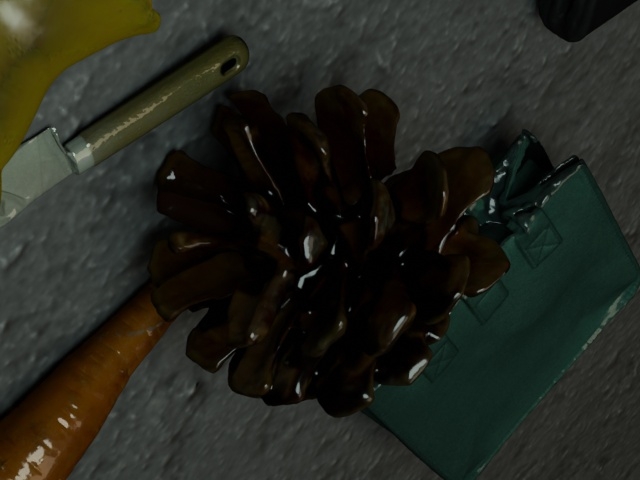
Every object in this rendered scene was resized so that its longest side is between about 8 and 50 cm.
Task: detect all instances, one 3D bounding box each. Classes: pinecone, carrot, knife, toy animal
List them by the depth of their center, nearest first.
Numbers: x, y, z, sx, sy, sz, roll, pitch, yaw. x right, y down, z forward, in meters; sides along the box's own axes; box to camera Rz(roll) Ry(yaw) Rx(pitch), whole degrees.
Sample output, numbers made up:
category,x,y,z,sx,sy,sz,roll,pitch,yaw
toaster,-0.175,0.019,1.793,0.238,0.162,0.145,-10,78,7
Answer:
category,x,y,z,sx,sy,sz,roll,pitch,yaw
toy animal,-0.159,-0.118,0.909,0.230,0.156,0.156,-54,150,-8
knife,-0.160,-0.048,1.098,0.298,0.017,0.047,-36,144,-22
pinecone,-0.002,-0.002,1.174,0.201,0.202,0.229,36,50,-29
carrot,-0.150,0.095,1.217,0.257,0.061,0.061,-48,149,-16

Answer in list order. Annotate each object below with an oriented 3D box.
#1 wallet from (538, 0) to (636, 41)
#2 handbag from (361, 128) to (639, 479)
category,x,y,z,sx,sy,sz,roll,pitch,yaw
wallet,0.330,-0.324,1.460,0.406,0.062,0.228,-32,143,-34
handbag,0.136,0.056,1.544,0.269,0.100,0.274,-50,149,0
